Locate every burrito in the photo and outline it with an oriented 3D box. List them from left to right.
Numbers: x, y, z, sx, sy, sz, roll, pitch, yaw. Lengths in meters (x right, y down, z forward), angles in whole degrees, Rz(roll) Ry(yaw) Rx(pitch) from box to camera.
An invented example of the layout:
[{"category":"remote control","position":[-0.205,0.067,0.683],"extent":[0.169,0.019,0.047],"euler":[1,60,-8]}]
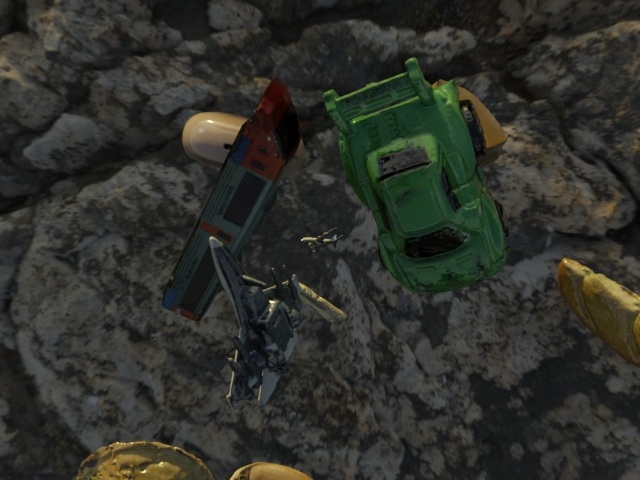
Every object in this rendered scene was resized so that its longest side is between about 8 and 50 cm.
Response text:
[{"category":"burrito","position":[-0.010,0.156,1.749],"extent":[0.185,0.045,0.041],"euler":[39,64,-26]}]

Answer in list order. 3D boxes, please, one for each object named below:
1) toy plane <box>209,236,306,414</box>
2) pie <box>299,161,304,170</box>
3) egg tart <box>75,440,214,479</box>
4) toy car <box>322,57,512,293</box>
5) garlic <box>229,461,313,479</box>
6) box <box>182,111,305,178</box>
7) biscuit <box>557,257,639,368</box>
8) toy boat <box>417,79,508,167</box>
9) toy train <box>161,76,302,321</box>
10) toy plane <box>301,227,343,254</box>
[{"category":"toy plane","position":[-0.057,0.080,0.676],"extent":[0.082,0.234,0.160],"euler":[18,55,16]},{"category":"pie","position":[-0.066,-0.208,1.643],"extent":[0.033,0.191,0.088],"euler":[-34,101,16]},{"category":"egg tart","position":[-0.154,0.228,0.604],"extent":[0.128,0.049,0.129],"euler":[0,121,-1]},{"category":"toy car","position":[0.148,-0.084,1.035],"extent":[0.213,0.176,0.359],"euler":[-15,103,20]},{"category":"garlic","position":[-0.096,0.550,1.240],"extent":[0.313,0.249,0.286],"euler":[35,71,-3]},{"category":"box","position":[-0.125,-0.156,1.133],"extent":[0.200,0.146,0.088],"euler":[15,104,6]},{"category":"biscuit","position":[0.533,0.146,1.186],"extent":[0.045,0.299,0.154],"euler":[-29,129,-25]},{"category":"toy boat","position":[0.254,-0.220,1.271],"extent":[0.188,0.116,0.061],"euler":[52,141,15]},{"category":"toy train","position":[-0.120,-0.037,0.954],"extent":[0.089,0.086,0.409],"euler":[28,132,-8]},{"category":"toy plane","position":[0.002,0.002,1.279],"extent":[0.024,0.084,0.078],"euler":[60,137,29]}]
